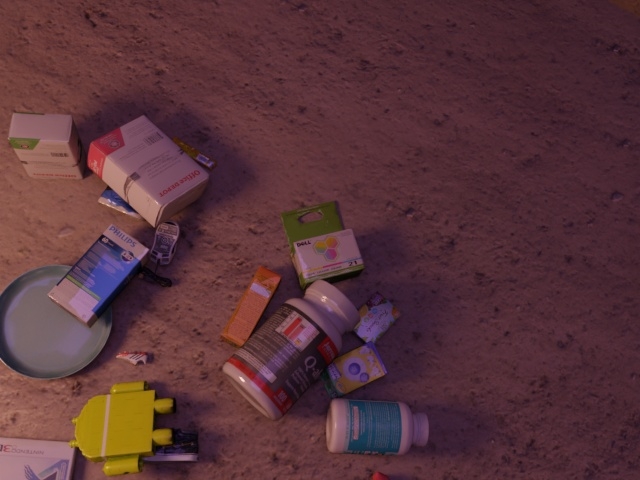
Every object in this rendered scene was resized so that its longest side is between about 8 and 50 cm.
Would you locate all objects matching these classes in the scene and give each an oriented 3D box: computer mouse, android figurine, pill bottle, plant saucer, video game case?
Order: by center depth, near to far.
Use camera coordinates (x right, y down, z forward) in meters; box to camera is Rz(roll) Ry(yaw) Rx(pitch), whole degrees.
[{"bbox_3d":[-0.790,0.663,1.642,0.300,0.036,0.328,6,70,-6],"label":"video game case"},{"bbox_3d":[-0.512,0.482,1.703,0.273,0.056,0.248,-8,54,-2],"label":"android figurine"},{"bbox_3d":[0.153,0.506,1.782,0.264,0.146,0.146,5,70,-6],"label":"pill bottle"},{"bbox_3d":[-0.072,0.289,1.790,0.210,0.210,0.363,42,71,7],"label":"pill bottle"},{"bbox_3d":[-0.732,0.223,1.802,0.318,0.043,0.317,3,71,-8],"label":"plant saucer"},{"bbox_3d":[-0.457,0.035,1.912,0.106,0.042,0.192,16,75,2],"label":"computer mouse"}]

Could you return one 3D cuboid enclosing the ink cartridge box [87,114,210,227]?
[{"bbox_3d":[-0.499,-0.202,1.915,0.283,0.117,0.207,42,49,7],"label":"ink cartridge box"}]

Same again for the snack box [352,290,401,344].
[{"bbox_3d":[0.155,0.233,1.936,0.100,0.037,0.141,43,71,6],"label":"snack box"}]

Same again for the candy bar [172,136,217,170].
[{"bbox_3d":[-0.395,-0.268,2.038,0.162,0.018,0.040,30,73,2],"label":"candy bar"}]

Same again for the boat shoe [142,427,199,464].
[{"bbox_3d":[-0.412,0.542,1.733,0.183,0.065,0.083,3,62,-10],"label":"boat shoe"}]

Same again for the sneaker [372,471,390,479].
[{"bbox_3d":[0.073,0.725,1.729,0.314,0.116,0.136,-24,66,-23],"label":"sneaker"}]

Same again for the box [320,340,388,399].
[{"bbox_3d":[0.089,0.369,1.861,0.179,0.043,0.105,-27,76,1],"label":"box"}]

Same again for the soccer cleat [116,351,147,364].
[{"bbox_3d":[-0.518,0.325,1.807,0.083,0.029,0.035,1,67,-13],"label":"soccer cleat"}]

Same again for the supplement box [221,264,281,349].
[{"bbox_3d":[-0.196,0.192,1.876,0.080,0.078,0.233,26,69,1],"label":"supplement box"}]

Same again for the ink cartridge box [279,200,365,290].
[{"bbox_3d":[0.000,0.000,1.963,0.189,0.097,0.255,-14,74,-13],"label":"ink cartridge box"}]

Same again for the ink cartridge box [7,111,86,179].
[{"bbox_3d":[-0.771,-0.265,1.874,0.160,0.219,0.092,2,68,-9],"label":"ink cartridge box"}]

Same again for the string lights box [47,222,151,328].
[{"bbox_3d":[-0.601,0.095,1.804,0.133,0.076,0.259,35,67,3],"label":"string lights box"}]

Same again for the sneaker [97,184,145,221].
[{"bbox_3d":[-0.569,-0.119,1.938,0.152,0.058,0.084,23,78,7],"label":"sneaker"}]
